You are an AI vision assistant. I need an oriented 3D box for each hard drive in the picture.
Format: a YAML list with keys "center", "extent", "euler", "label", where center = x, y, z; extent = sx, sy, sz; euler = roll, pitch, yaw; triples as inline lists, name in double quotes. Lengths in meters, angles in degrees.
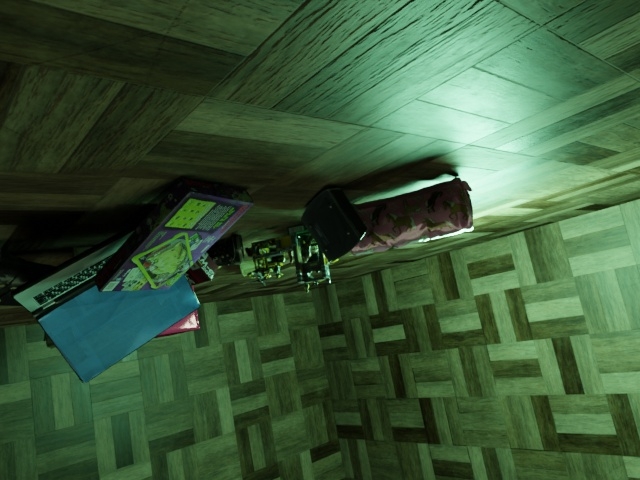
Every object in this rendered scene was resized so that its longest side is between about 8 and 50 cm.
- center: [0.036, -0.043, 1.373]
  extent: [0.054, 0.172, 0.255]
  euler: [-32, 176, -22]
  label: "hard drive"

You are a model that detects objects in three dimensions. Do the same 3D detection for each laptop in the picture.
- center: [-0.498, 0.152, 1.272]
  extent: [0.382, 0.236, 0.408]
  euler: [-35, 180, -27]
  label: "laptop"

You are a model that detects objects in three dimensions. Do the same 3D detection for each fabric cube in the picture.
- center: [-0.780, 0.346, 2.459]
  extent: [0.258, 0.254, 0.259]
  euler: [-2, 167, -40]
  label: "fabric cube"

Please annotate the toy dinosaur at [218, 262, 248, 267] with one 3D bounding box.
- center: [-0.412, 0.093, 2.021]
  extent: [0.212, 0.064, 0.112]
  euler: [-5, -168, 25]
  label: "toy dinosaur"

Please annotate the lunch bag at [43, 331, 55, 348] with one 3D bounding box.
- center: [-0.946, 0.285, 1.972]
  extent: [0.287, 0.235, 0.169]
  euler: [-8, 176, -17]
  label: "lunch bag"

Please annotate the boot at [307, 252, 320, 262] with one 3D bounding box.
- center: [-0.042, 0.116, 2.346]
  extent: [0.099, 0.121, 0.045]
  euler: [-8, 175, 26]
  label: "boot"

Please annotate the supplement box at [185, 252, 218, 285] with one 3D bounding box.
- center: [-0.474, 0.091, 1.654]
  extent: [0.240, 0.130, 0.073]
  euler: [-17, -146, 27]
  label: "supplement box"

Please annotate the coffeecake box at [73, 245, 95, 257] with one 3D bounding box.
- center: [-0.634, 0.059, 1.497]
  extent: [0.186, 0.068, 0.142]
  euler: [-6, 168, -27]
  label: "coffeecake box"

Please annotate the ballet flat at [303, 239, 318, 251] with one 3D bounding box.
- center: [0.000, 0.000, 1.823]
  extent: [0.231, 0.077, 0.077]
  euler: [-11, 171, 1]
  label: "ballet flat"

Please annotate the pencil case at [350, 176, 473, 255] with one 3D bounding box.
- center: [0.252, -0.067, 1.464]
  extent: [0.386, 0.160, 0.167]
  euler: [-12, 167, 15]
  label: "pencil case"

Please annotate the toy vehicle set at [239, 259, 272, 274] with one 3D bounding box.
- center: [-0.291, 0.123, 2.344]
  extent: [0.166, 0.035, 0.267]
  euler: [-9, 170, -9]
  label: "toy vehicle set"

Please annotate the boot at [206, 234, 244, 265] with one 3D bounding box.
- center: [-0.352, 0.044, 1.682]
  extent: [0.179, 0.085, 0.236]
  euler: [-5, 168, -15]
  label: "boot"

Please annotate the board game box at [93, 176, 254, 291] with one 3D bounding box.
- center: [-0.333, -0.001, 1.144]
  extent: [0.347, 0.056, 0.208]
  euler: [-42, 154, 22]
  label: "board game box"

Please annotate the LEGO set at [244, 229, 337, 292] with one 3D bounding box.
- center: [-0.077, 0.089, 1.669]
  extent: [0.332, 0.192, 0.255]
  euler: [-10, 168, 6]
  label: "LEGO set"

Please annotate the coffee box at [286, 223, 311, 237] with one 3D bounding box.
- center: [-0.017, -0.034, 1.714]
  extent: [0.184, 0.040, 0.113]
  euler: [-11, 170, 2]
  label: "coffee box"

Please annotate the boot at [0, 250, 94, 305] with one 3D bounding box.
- center: [-0.811, 0.135, 1.366]
  extent: [0.284, 0.138, 0.377]
  euler: [20, 146, -37]
  label: "boot"
